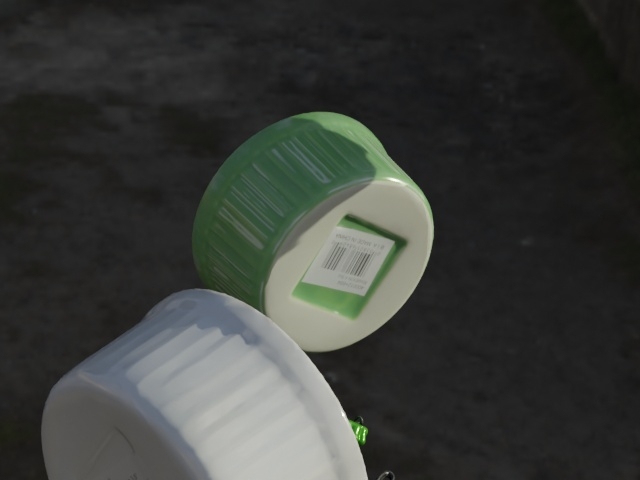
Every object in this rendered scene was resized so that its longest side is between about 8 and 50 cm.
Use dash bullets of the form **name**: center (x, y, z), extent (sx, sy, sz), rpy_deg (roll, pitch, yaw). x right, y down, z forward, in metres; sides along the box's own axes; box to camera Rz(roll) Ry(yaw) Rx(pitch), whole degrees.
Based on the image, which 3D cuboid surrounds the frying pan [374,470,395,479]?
- **frying pan**: center (0.069, 0.407, 1.848), extent (0.197, 0.053, 0.326), rpy_deg (36, 33, 30)

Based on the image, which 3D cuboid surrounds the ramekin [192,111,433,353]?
- **ramekin**: center (0.000, 0.000, 1.759), extent (0.303, 0.303, 0.148), rpy_deg (-12, 37, -31)

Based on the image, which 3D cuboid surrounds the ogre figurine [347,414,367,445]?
- **ogre figurine**: center (-0.065, 0.187, 1.368), extent (0.197, 0.118, 0.097), rpy_deg (0, 59, -18)

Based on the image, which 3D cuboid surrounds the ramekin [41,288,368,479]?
- **ramekin**: center (-0.104, 0.192, 1.110), extent (0.277, 0.277, 0.135), rpy_deg (23, 38, 37)
